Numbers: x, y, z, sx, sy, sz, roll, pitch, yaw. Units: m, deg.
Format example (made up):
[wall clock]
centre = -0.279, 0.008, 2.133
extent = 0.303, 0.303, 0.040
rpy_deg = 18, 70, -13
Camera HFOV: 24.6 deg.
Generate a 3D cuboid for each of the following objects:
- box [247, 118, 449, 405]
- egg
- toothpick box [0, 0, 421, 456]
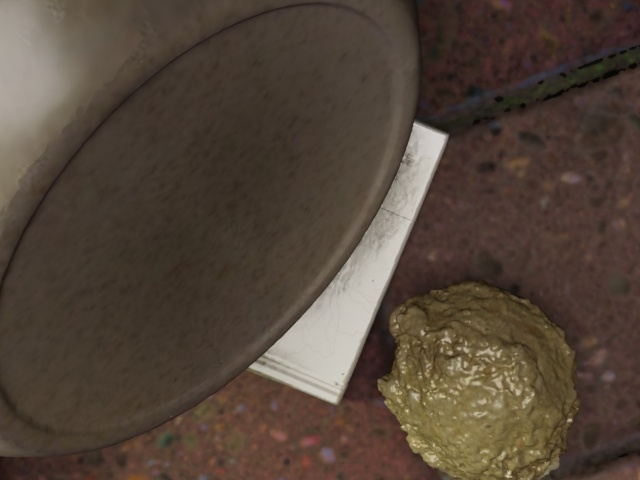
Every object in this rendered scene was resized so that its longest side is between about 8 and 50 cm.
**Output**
[box]
centre = 0.000, 0.000, 0.977
extent = 0.109, 0.029, 0.198
rpy_deg = 22, 95, 1
[egg]
centre = 0.103, 0.091, 0.936
extent = 0.118, 0.116, 0.140
rpy_deg = -26, 94, -23
[toothpick box]
centre = -0.190, -0.126, 0.794
extent = 0.425, 0.409, 0.409
rpy_deg = 42, 97, 26
